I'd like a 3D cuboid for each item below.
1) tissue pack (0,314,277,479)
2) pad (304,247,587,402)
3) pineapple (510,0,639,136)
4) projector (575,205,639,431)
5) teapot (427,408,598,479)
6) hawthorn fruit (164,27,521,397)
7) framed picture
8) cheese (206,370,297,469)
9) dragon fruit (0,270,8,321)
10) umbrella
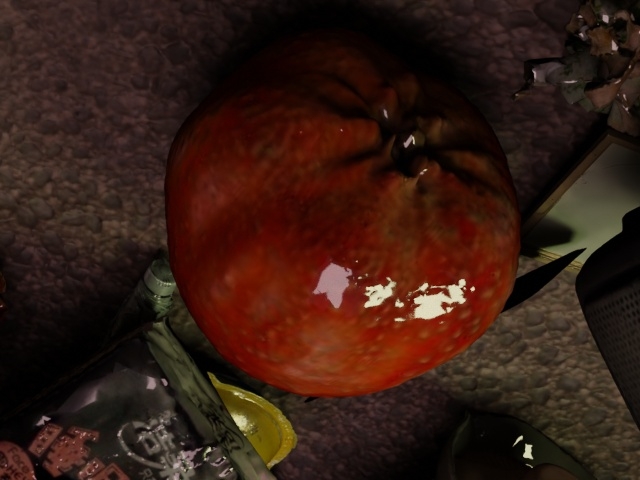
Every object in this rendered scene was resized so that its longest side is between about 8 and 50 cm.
[{"bbox_3d":[-0.207,0.246,1.608,0.332,0.123,0.245,-33,95,15],"label":"tissue pack"},{"bbox_3d":[0.085,0.119,1.479,0.250,0.323,0.055,-27,111,32],"label":"pad"},{"bbox_3d":[0.275,-0.167,1.320,0.263,0.262,0.271,20,149,-12],"label":"pineapple"},{"bbox_3d":[0.428,0.001,1.220,0.395,0.242,0.405,-23,174,-17],"label":"projector"},{"bbox_3d":[0.145,0.383,1.691,0.306,0.376,0.361,3,132,-44],"label":"teapot"},{"bbox_3d":[0.000,0.000,1.433,0.287,0.287,0.330,23,143,-14],"label":"hawthorn fruit"},{"bbox_3d":[0.257,-0.020,1.512,0.136,0.010,0.201,19,148,-12],"label":"framed picture"},{"bbox_3d":[-0.104,0.203,1.735,0.177,0.069,0.270,-4,140,14],"label":"cheese"},{"bbox_3d":[-0.364,0.066,1.612,0.218,0.148,0.223,24,145,25],"label":"dragon fruit"},{"bbox_3d":[-0.176,0.083,1.659,0.046,0.050,0.188,34,129,3],"label":"umbrella"}]
